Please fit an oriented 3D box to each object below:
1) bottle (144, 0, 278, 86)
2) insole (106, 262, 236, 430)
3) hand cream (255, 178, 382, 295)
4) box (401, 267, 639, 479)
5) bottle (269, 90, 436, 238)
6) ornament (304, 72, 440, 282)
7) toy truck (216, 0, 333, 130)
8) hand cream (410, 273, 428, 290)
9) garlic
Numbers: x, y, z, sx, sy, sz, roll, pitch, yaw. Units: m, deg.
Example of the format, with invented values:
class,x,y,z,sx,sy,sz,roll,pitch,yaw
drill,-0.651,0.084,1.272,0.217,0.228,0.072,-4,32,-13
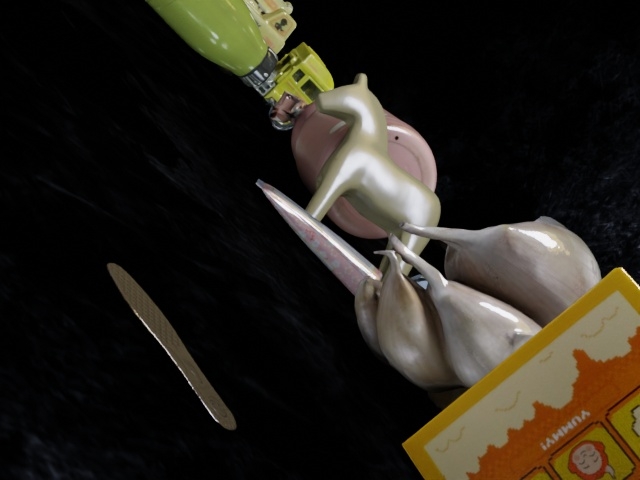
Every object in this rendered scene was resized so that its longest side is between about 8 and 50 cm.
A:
class,x,y,z,sx,sy,sz,roll,pitch,yaw
bottle,-0.168,-0.344,1.725,0.260,0.112,0.112,44,10,-33
insole,-0.094,0.066,0.705,0.135,0.002,0.045,52,10,16
hand cream,0.000,0.000,1.346,0.209,0.043,0.067,43,7,-5
box,0.275,0.215,1.047,0.214,0.259,0.283,54,10,32
bottle,0.037,-0.135,1.660,0.206,0.173,0.297,30,11,-21
ornament,0.059,-0.080,1.460,0.230,0.245,0.061,37,-27,-13
toy truck,-0.091,-0.324,1.878,0.272,0.157,0.124,45,9,-23
hand cream,0.174,0.131,1.586,0.088,0.055,0.256,53,8,-33
garlic,0.166,0.074,1.188,0.237,0.210,0.292,17,-22,22
